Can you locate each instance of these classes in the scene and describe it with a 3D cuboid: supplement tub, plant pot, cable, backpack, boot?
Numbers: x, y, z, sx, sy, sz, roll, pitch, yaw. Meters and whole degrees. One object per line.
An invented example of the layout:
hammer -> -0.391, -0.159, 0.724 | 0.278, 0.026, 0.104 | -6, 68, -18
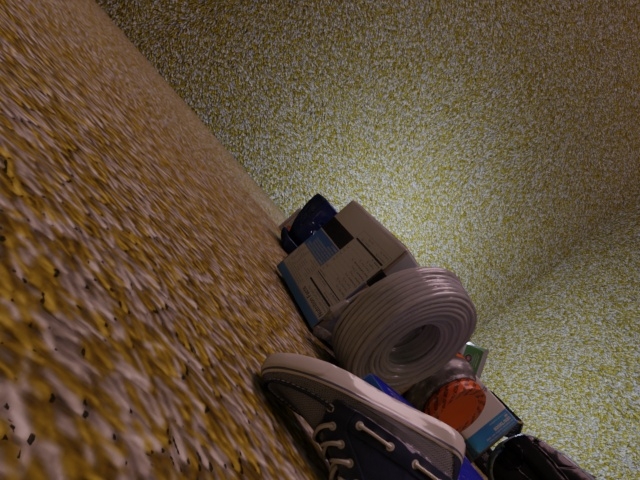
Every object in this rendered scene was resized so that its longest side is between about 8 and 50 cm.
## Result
supplement tub -> 0.250, 0.316, 1.104 | 0.193, 0.194, 0.316 | 49, 2, -36
plant pot -> 0.000, 0.000, 1.493 | 0.236, 0.212, 0.236 | 49, 0, -16
cable -> 0.147, 0.156, 0.756 | 0.257, 0.257, 0.089 | 51, 5, -44
backpack -> 0.669, 0.761, 1.312 | 0.355, 0.290, 0.273 | 43, -10, 18
boot -> 0.022, 0.167, 0.364 | 0.190, 0.086, 0.069 | 21, -40, 11

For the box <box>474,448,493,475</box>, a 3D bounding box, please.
box -> 0.589, 0.781, 1.740 | 0.242, 0.077, 0.307 | 49, 1, -18

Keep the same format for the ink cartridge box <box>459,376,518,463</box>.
ink cartridge box -> 0.479, 0.562, 1.437 | 0.232, 0.168, 0.171 | 50, -16, 33

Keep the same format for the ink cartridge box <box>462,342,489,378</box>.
ink cartridge box -> 0.466, 0.458, 1.677 | 0.278, 0.201, 0.117 | 19, -1, 32

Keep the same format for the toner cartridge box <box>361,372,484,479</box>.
toner cartridge box -> 0.141, 0.294, 0.535 | 0.165, 0.075, 0.348 | 49, 0, 44

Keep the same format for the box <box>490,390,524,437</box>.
box -> 0.563, 0.632, 1.692 | 0.322, 0.079, 0.257 | 15, 4, -5

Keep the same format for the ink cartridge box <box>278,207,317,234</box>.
ink cartridge box -> -0.066, -0.023, 1.866 | 0.176, 0.128, 0.127 | 49, 1, 38

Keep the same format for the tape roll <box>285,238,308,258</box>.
tape roll -> 0.021, 0.125, 1.265 | 0.274, 0.090, 0.275 | 49, 2, -2

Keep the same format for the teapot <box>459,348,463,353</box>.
teapot -> 0.355, 0.340, 1.540 | 0.255, 0.187, 0.252 | 101, -33, -48

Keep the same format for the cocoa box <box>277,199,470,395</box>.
cocoa box -> 0.116, 0.136, 0.953 | 0.347, 0.228, 0.231 | 49, 2, -37
